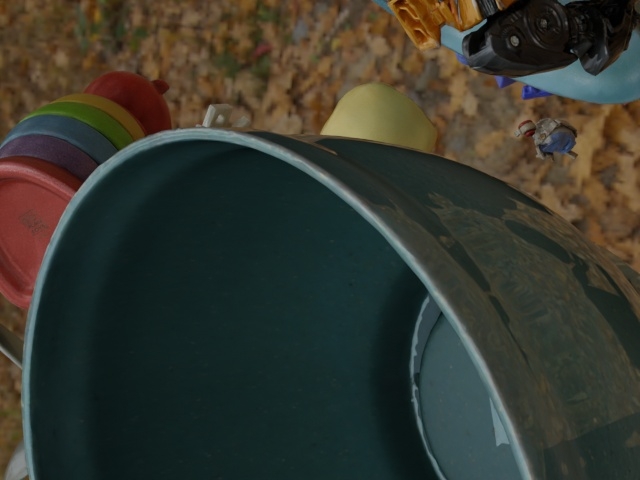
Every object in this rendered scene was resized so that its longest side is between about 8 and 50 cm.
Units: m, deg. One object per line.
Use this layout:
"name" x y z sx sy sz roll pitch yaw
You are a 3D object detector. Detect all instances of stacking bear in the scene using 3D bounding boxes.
"stacking bear" -0.251 -0.086 1.286 0.175 0.164 0.289 -25 22 31

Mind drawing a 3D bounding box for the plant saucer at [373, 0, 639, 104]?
"plant saucer" 0.088 -0.194 0.783 0.043 0.318 0.318 -59 31 -3

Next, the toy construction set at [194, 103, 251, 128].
"toy construction set" -0.085 -0.011 1.398 0.327 0.151 0.215 47 141 36

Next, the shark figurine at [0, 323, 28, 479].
"shark figurine" -0.138 0.106 0.714 0.116 0.166 0.278 -49 4 16

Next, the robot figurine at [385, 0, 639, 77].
"robot figurine" 0.105 -0.196 0.573 0.211 0.291 0.085 56 147 -8

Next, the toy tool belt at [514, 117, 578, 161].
"toy tool belt" 0.283 -0.122 1.452 0.052 0.083 0.051 -42 62 41

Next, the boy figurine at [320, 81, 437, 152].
"boy figurine" 0.000 0.000 0.991 0.285 0.092 0.177 -64 22 11

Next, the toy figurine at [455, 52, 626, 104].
"toy figurine" 0.268 -0.317 1.565 0.191 0.217 0.362 59 -173 -72

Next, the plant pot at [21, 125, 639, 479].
"plant pot" 0.038 0.091 0.488 0.293 0.196 0.292 13 109 46
